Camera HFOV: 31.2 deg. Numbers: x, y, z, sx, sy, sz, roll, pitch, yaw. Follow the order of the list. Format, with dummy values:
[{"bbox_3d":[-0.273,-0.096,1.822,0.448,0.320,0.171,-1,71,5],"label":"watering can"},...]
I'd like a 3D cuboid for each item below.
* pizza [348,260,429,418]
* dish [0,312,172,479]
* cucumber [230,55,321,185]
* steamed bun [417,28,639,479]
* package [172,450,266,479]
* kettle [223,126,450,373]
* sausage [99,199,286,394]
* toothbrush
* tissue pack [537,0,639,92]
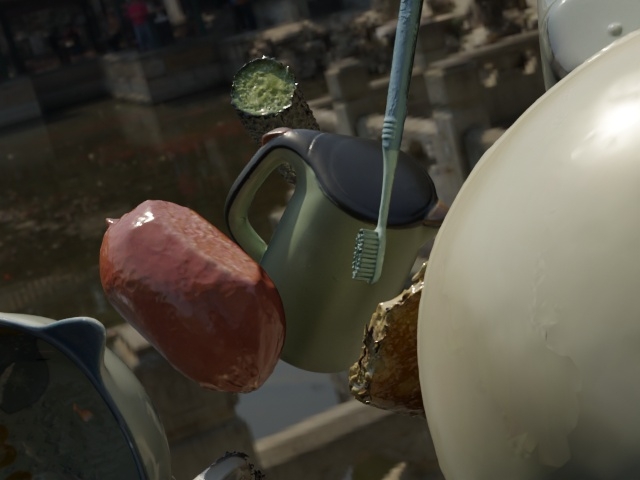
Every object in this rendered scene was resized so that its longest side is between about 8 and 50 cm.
[{"bbox_3d":[0.102,0.062,0.957,0.147,0.226,0.069,-3,38,-19],"label":"pizza"},{"bbox_3d":[-0.158,0.134,0.732,0.228,0.236,0.086,7,19,25],"label":"dish"},{"bbox_3d":[-0.043,-0.144,1.625,0.096,0.096,0.359,-13,-18,6],"label":"cucumber"},{"bbox_3d":[0.223,0.074,0.506,0.334,0.374,0.334,-44,-10,-10],"label":"steamed bun"},{"bbox_3d":[-0.140,0.359,1.208,0.194,0.269,0.071,2,9,-33],"label":"package"},{"bbox_3d":[0.000,0.000,1.307,0.240,0.255,0.165,29,43,5],"label":"kettle"},{"bbox_3d":[-0.137,0.052,1.217,0.254,0.148,0.148,32,39,27],"label":"sausage"},{"bbox_3d":[0.045,-0.081,0.734,0.019,0.219,0.016,8,3,-28],"label":"toothbrush"},{"bbox_3d":[0.266,-0.171,0.753,0.230,0.333,0.236,-5,-27,25],"label":"tissue pack"}]
